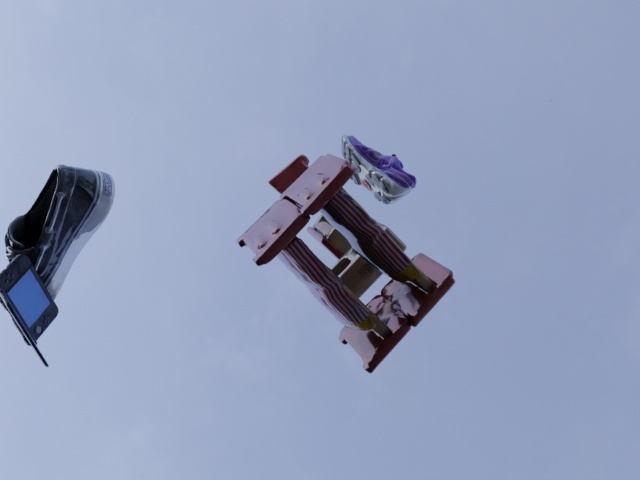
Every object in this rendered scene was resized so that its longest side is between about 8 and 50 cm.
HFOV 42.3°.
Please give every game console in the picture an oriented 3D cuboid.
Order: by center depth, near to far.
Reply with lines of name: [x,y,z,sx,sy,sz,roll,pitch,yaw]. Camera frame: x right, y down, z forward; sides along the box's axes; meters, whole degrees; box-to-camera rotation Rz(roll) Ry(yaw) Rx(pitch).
game console: [-0.399,0.096,1.153,0.071,0.107,0.122,4,-49,25]

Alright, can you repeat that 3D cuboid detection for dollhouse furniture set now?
dollhouse furniture set: [0.000,0.000,1.082,0.152,0.374,0.201,-46,-72,-2]

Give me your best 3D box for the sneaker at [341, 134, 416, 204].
sneaker: [0.091,-0.118,1.331,0.170,0.071,0.068,46,-27,38]

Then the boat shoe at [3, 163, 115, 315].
boat shoe: [-0.418,0.005,1.223,0.301,0.102,0.108,-46,-131,30]
